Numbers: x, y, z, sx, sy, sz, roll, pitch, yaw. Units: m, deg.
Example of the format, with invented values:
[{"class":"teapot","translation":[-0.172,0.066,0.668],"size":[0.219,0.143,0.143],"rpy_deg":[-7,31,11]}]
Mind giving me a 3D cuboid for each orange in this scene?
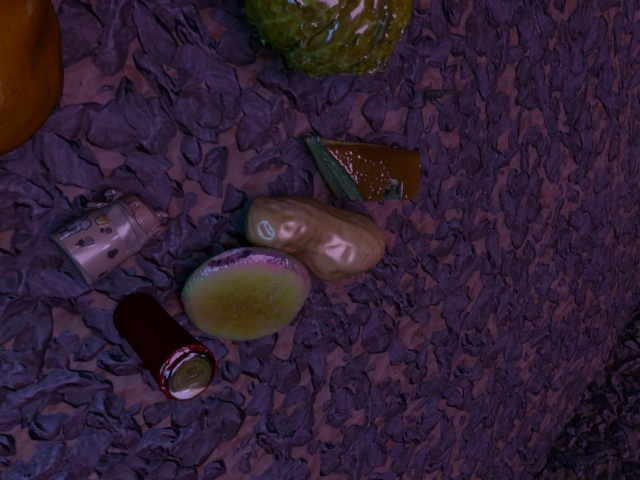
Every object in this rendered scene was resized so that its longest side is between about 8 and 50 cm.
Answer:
[{"class":"orange","translation":[0.014,-0.405,0.745],"size":[0.301,0.223,0.299],"rpy_deg":[-19,110,-38]},{"class":"orange","translation":[-0.376,-0.195,0.514],"size":[0.183,0.249,0.248],"rpy_deg":[23,89,-55]}]

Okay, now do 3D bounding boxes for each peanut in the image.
[{"class":"peanut","translation":[0.000,0.000,0.904],"size":[0.319,0.148,0.147],"rpy_deg":[14,95,-42]}]

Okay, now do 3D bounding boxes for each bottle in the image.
[{"class":"bottle","translation":[-0.301,-0.015,0.707],"size":[0.152,0.099,0.098],"rpy_deg":[-42,125,-28]}]

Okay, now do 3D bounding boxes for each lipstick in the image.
[{"class":"lipstick","translation":[-0.233,0.145,0.704],"size":[0.080,0.241,0.080],"rpy_deg":[-11,109,-35]}]

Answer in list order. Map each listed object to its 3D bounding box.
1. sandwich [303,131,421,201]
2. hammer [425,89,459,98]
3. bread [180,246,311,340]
[{"class":"sandwich","translation":[0.077,-0.136,0.937],"size":[0.236,0.122,0.128],"rpy_deg":[-2,101,-34]},{"class":"hammer","translation":[0.281,-0.333,1.090],"size":[0.110,0.036,0.019],"rpy_deg":[-22,117,-41]},{"class":"bread","translation":[-0.124,0.102,0.842],"size":[0.229,0.033,0.228],"rpy_deg":[-9,130,-11]}]
